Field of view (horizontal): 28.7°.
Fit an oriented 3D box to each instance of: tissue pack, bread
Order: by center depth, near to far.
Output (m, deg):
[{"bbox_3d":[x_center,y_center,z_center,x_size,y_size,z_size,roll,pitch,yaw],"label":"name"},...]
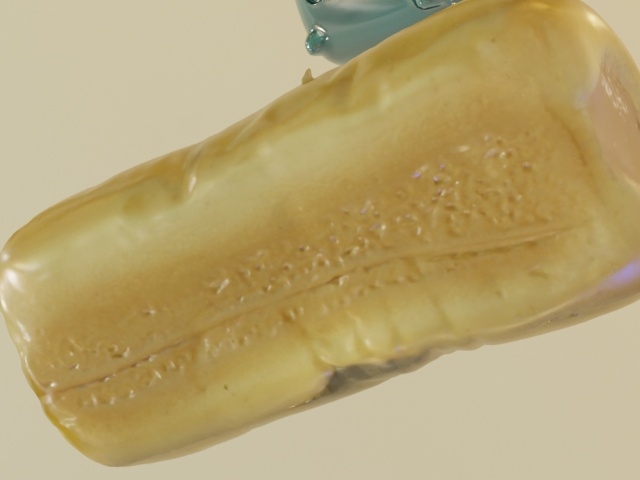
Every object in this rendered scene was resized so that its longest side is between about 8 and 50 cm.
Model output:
[{"bbox_3d":[0.000,0.000,0.552,0.305,0.091,0.142,-22,-80,22],"label":"bread"},{"bbox_3d":[0.096,-0.286,1.265,0.206,0.287,0.198,-24,-81,-38],"label":"tissue pack"}]
